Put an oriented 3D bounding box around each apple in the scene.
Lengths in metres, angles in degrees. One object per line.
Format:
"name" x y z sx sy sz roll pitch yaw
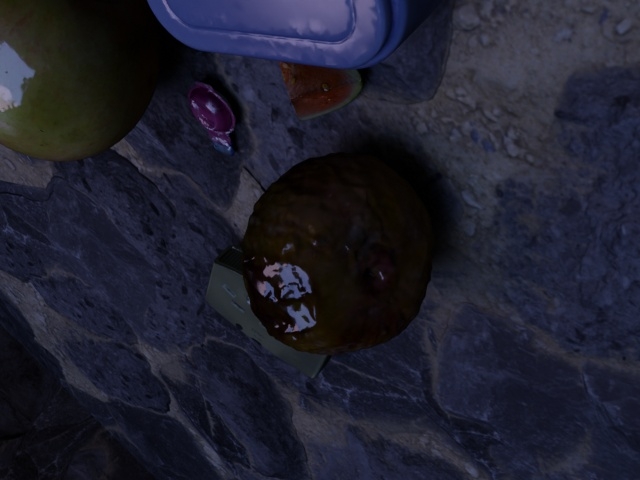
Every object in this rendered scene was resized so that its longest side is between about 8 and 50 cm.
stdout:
"apple" -0.381 -0.283 1.132 0.277 0.319 0.319 -30 105 40

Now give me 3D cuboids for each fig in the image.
"fig" 0.000 0.000 1.155 0.286 0.286 0.368 60 171 -23

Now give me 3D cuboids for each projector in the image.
"projector" -0.082 0.121 1.443 0.269 0.088 0.194 35 143 10

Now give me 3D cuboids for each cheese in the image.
"cheese" -0.170 -0.194 1.247 0.095 0.038 0.145 23 146 27

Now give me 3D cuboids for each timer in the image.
"timer" -0.050 -0.384 0.823 0.394 0.173 0.395 27 142 23

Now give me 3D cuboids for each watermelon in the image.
"watermelon" -0.008 -0.211 1.030 0.135 0.094 0.125 5 122 35
